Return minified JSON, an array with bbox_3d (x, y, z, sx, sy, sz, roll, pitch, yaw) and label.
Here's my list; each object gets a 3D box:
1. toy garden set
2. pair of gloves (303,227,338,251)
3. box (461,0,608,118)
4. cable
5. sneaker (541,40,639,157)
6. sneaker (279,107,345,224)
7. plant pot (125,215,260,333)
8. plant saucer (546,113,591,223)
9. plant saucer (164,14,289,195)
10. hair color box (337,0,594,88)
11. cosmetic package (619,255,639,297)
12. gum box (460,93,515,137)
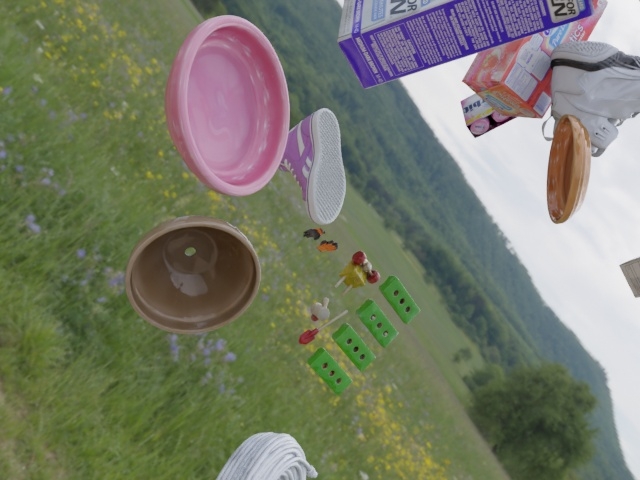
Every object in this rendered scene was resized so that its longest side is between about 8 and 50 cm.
[{"bbox_3d":[0.058,0.154,1.318,0.204,0.244,0.049,52,-12,-32],"label":"toy garden set"},{"bbox_3d":[0.000,0.000,1.599,0.083,0.010,0.074,42,-32,-25],"label":"pair of gloves"},{"bbox_3d":[0.469,-0.437,1.464,0.154,0.300,0.142,30,-1,-28],"label":"box"},{"bbox_3d":[-0.108,0.456,1.143,0.089,0.257,0.257,11,-43,25],"label":"cable"},{"bbox_3d":[0.630,-0.267,1.329,0.365,0.211,0.137,14,3,17],"label":"sneaker"},{"bbox_3d":[-0.030,-0.152,1.544,0.102,0.161,0.282,24,57,-41],"label":"sneaker"},{"bbox_3d":[-0.233,0.046,1.216,0.237,0.237,0.110,51,8,-32],"label":"plant pot"},{"bbox_3d":[0.454,-0.129,1.213,0.200,0.037,0.200,3,90,-84],"label":"plant saucer"},{"bbox_3d":[-0.180,-0.251,1.263,0.084,0.332,0.332,3,-28,30],"label":"plant saucer"},{"bbox_3d":[0.201,-0.361,0.962,0.110,0.338,0.185,53,34,-44],"label":"hair color box"},{"bbox_3d":[0.573,0.015,0.990,0.061,0.238,0.099,68,-23,8],"label":"cosmetic package"},{"bbox_3d":[0.497,-0.382,1.865,0.062,0.188,0.107,39,36,-40],"label":"gum box"}]
